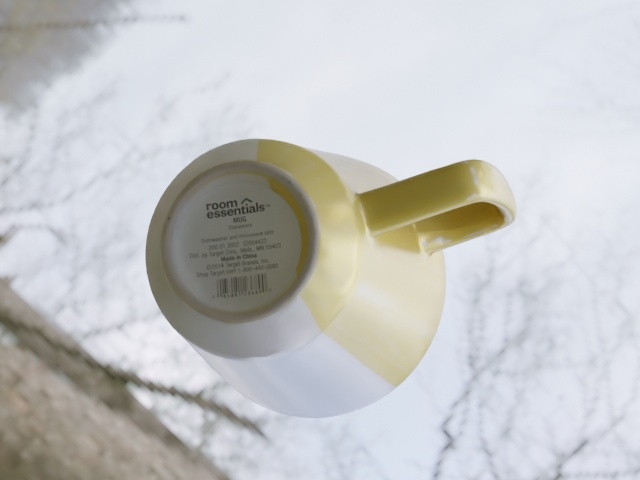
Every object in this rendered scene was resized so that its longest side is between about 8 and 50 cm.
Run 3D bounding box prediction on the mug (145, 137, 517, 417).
[{"bbox_3d":[-0.004,0.000,0.436,0.078,0.062,0.064,-51,162,2],"label":"mug"}]
